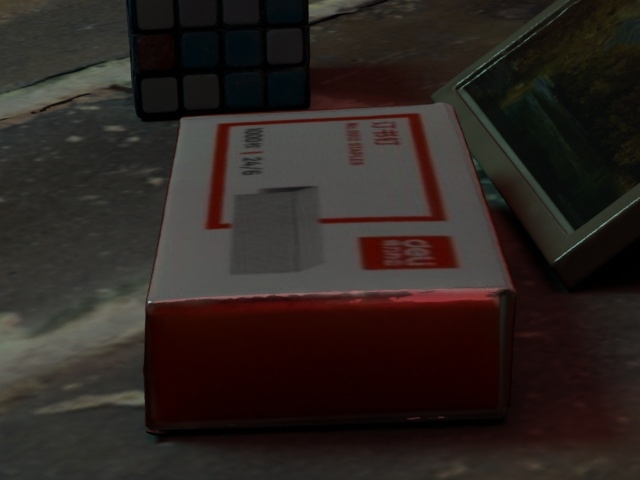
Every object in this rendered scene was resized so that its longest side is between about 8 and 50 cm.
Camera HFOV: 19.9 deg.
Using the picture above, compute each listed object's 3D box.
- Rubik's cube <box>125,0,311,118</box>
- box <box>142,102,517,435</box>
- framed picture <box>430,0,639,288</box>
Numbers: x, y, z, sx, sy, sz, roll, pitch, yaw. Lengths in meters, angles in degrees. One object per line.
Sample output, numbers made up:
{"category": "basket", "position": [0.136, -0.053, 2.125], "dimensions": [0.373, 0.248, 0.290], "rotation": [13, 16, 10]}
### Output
{"category": "Rubik's cube", "position": [-0.056, -0.122, 0.962], "dimensions": [0.092, 0.092, 0.092], "rotation": [-4, 20, -7]}
{"category": "box", "position": [0.000, 0.000, 0.683], "dimensions": [0.123, 0.050, 0.229], "rotation": [-1, 20, 0]}
{"category": "framed picture", "position": [0.146, -0.080, 0.798], "dimensions": [0.184, 0.016, 0.250], "rotation": [-37, 21, 7]}
